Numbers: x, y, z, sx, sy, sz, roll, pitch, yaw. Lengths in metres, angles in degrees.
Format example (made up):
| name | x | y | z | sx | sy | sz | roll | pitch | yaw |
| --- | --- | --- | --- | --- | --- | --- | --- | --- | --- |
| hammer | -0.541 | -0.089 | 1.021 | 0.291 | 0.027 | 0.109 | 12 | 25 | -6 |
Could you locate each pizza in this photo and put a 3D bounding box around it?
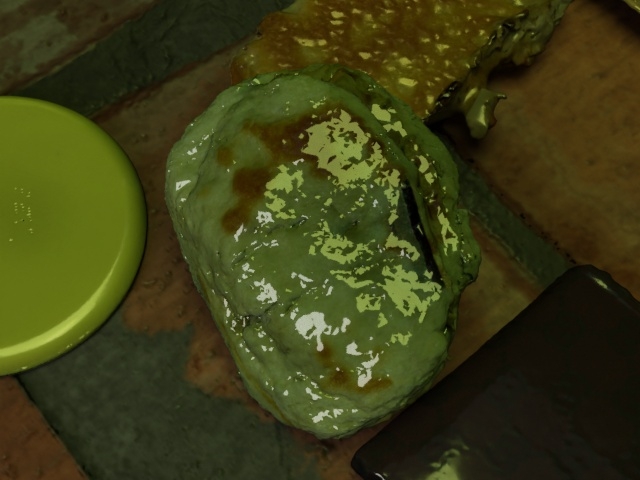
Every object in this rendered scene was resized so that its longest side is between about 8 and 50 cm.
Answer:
| name | x | y | z | sx | sy | sz | roll | pitch | yaw |
| --- | --- | --- | --- | --- | --- | --- | --- | --- | --- |
| pizza | 0.070 | -0.150 | 0.984 | 0.189 | 0.071 | 0.297 | 41 | 68 | 20 |

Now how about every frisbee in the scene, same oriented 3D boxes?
| name | x | y | z | sx | sy | sz | roll | pitch | yaw |
| --- | --- | --- | --- | --- | --- | --- | --- | --- | --- |
| frisbee | -0.243 | -0.009 | 0.938 | 0.235 | 0.017 | 0.236 | 0 | 62 | -1 |

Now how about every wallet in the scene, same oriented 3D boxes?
| name | x | y | z | sx | sy | sz | roll | pitch | yaw |
| --- | --- | --- | --- | --- | --- | --- | --- | --- | --- |
| wallet | 0.161 | 0.137 | 0.846 | 0.229 | 0.049 | 0.182 | -39 | 69 | -21 |

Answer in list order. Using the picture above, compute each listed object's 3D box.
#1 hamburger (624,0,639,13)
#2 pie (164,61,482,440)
| name | x | y | z | sx | sy | sz | roll | pitch | yaw |
| --- | --- | --- | --- | --- | --- | --- | --- | --- | --- |
| hamburger | 0.278 | -0.265 | 1.007 | 0.207 | 0.155 | 0.135 | 35 | 47 | 27 |
| pie | 0.000 | 0.000 | 0.846 | 0.201 | 0.090 | 0.248 | -30 | 79 | 14 |
